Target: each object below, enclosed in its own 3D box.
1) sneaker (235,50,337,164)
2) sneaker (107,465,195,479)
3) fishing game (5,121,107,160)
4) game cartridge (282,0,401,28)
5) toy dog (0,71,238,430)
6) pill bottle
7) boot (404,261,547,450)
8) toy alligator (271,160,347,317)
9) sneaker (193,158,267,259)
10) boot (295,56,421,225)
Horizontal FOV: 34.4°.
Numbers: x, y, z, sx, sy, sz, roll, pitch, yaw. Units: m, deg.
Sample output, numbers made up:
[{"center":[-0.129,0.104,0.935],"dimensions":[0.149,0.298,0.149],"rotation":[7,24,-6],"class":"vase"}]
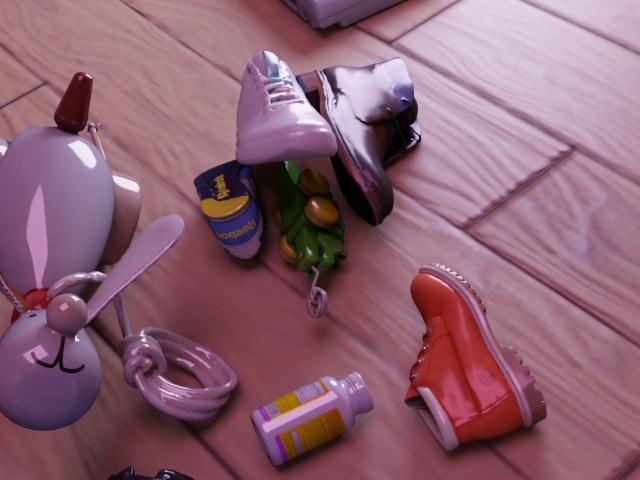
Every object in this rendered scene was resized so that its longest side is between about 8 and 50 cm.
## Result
[{"center":[-0.041,-0.116,0.894],"dimensions":[0.080,0.094,0.212],"rotation":[-5,12,-14],"class":"sneaker"},{"center":[-0.092,0.197,0.682],"dimensions":[0.152,0.058,0.084],"rotation":[11,57,30],"class":"sneaker"},{"center":[-0.327,-0.040,0.985],"dimensions":[0.264,0.041,0.189],"rotation":[-20,48,-8],"class":"fishing game"},{"center":[0.011,-0.359,1.221],"dimensions":[0.198,0.062,0.297],"rotation":[-30,47,-12],"class":"game cartridge"},{"center":[-0.191,-0.017,0.786],"dimensions":[0.220,0.161,0.334],"rotation":[2,30,-42],"class":"toy dog"},{"center":[-0.005,0.126,0.745],"dimensions":[0.083,0.043,0.043],"rotation":[-24,46,-12],"class":"pill bottle"},{"center":[0.090,0.082,0.760],"dimensions":[0.085,0.059,0.158],"rotation":[-24,47,-5],"class":"boot"},{"center":[0.000,0.000,0.868],"dimensions":[0.051,0.056,0.189],"rotation":[18,36,-28],"class":"toy alligator"},{"center":[-0.078,-0.031,0.915],"dimensions":[0.053,0.059,0.144],"rotation":[-23,25,6],"class":"sneaker"},{"center":[0.053,-0.103,0.934],"dimensions":[0.106,0.082,0.219],"rotation":[-20,43,-4],"class":"boot"}]
